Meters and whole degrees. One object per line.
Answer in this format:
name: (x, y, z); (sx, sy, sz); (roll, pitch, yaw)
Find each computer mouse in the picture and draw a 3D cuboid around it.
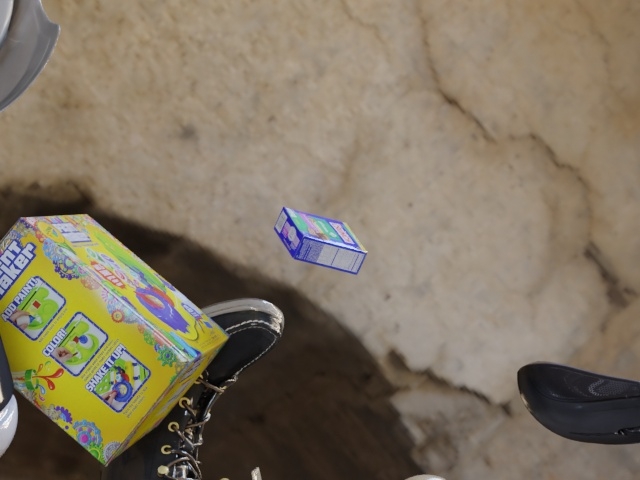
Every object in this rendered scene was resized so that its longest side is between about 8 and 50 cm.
computer mouse: (0.365, 0.219, 1.656); (0.272, 0.188, 0.072); (6, 60, 38)

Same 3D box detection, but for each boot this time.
boot: (-0.195, 0.273, 1.886); (0.377, 0.138, 0.284); (-30, 46, 21)

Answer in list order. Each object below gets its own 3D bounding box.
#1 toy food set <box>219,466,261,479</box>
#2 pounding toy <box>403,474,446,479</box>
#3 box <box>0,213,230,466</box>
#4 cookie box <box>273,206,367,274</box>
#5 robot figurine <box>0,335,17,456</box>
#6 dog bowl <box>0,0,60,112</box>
toy food set: (-0.117, 0.385, 1.754); (0.038, 0.132, 0.192); (-9, 0, 14)
pounding toy: (0.160, 0.395, 1.603); (0.154, 0.270, 0.155); (-7, 25, -17)
box: (-0.301, 0.119, 1.724); (0.177, 0.279, 0.290); (-51, -3, 5)
cookie box: (0.000, 0.000, 1.834); (0.040, 0.107, 0.092); (-64, 31, 19)
robot figurine: (-0.427, 0.130, 1.387); (0.173, 0.278, 0.209); (-6, 23, 7)
dog bowl: (-0.436, -0.252, 1.286); (0.349, 0.349, 0.102); (-39, 8, -31)
